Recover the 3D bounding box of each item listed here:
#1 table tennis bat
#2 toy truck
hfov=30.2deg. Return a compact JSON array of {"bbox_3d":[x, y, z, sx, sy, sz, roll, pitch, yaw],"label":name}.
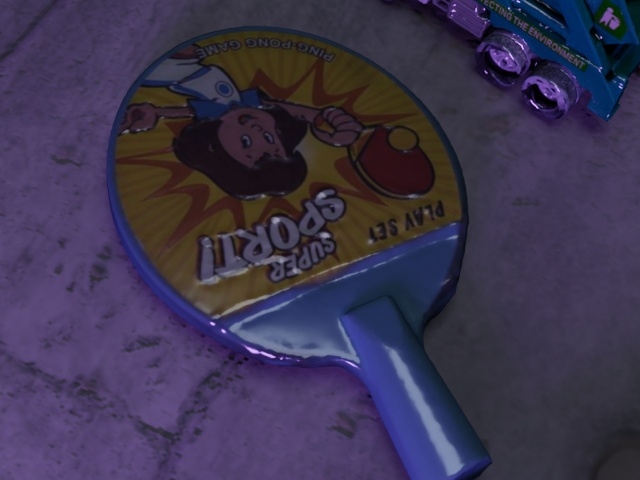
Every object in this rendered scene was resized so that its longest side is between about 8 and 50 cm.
[{"bbox_3d":[0.000,0.000,0.705,0.215,0.044,0.329,-20,65,-20],"label":"table tennis bat"},{"bbox_3d":[0.133,-0.185,0.781,0.216,0.116,0.110,37,62,12],"label":"toy truck"}]
